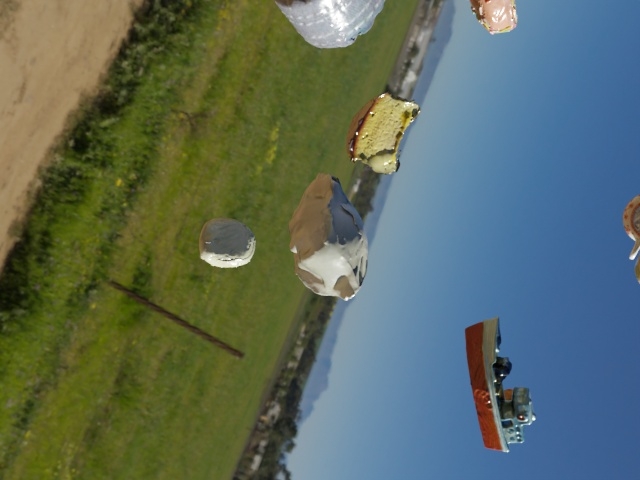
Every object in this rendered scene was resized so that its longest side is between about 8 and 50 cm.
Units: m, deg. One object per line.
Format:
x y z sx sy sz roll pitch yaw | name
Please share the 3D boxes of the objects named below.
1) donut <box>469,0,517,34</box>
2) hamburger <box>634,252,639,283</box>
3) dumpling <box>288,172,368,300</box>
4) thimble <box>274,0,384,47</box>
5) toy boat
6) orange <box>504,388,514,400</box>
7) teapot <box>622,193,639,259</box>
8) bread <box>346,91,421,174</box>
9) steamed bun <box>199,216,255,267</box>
0.425 -0.612 1.707 0.085 0.199 0.233 -26 171 12 | donut
0.952 0.071 1.811 0.116 0.210 0.173 105 -31 -78 | hamburger
0.000 0.000 0.975 0.108 0.127 0.188 -4 75 -54 | dumpling
0.027 -0.518 1.369 0.172 0.205 0.236 37 75 -52 | thimble
0.446 0.346 1.671 0.145 0.133 0.332 -37 115 -66 | toy boat
0.563 0.476 1.992 0.083 0.070 0.083 180 -90 -79 | orange
0.997 -0.055 2.048 0.116 0.159 0.246 -15 123 -77 | teapot
0.146 -0.252 1.610 0.169 0.140 0.160 142 -34 -69 | bread
-0.217 0.005 1.548 0.091 0.129 0.113 154 -61 -63 | steamed bun
